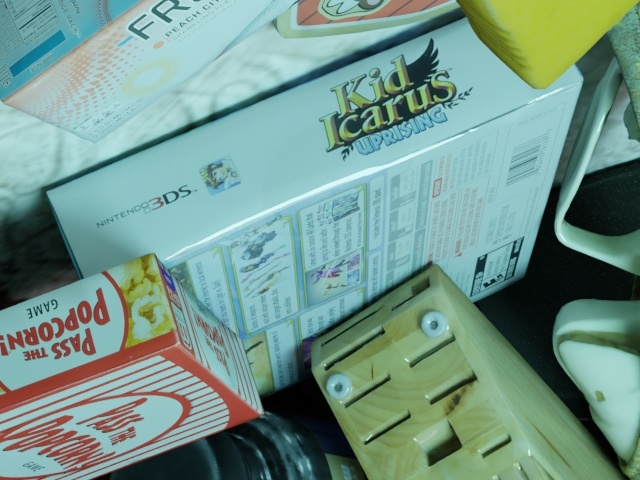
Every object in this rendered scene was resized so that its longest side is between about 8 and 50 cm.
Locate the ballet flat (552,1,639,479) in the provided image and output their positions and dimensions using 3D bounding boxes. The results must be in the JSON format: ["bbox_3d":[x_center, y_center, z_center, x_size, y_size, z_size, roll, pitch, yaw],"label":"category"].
[{"bbox_3d":[0.182,0.021,0.887,0.123,0.123,0.349,-17,123,-28],"label":"ballet flat"}]

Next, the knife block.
[{"bbox_3d":[0.129,0.157,0.931,0.088,0.276,0.242,-33,165,17],"label":"knife block"}]

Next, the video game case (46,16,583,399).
[{"bbox_3d":[0.000,0.000,0.850,0.244,0.061,0.269,-25,160,-9],"label":"video game case"}]

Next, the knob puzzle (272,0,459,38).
[{"bbox_3d":[0.063,-0.133,0.652,0.213,0.030,0.213,-24,160,-9],"label":"knob puzzle"}]

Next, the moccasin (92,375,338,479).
[{"bbox_3d":[-0.080,0.172,1.090,0.380,0.139,0.147,-24,153,-39],"label":"moccasin"}]

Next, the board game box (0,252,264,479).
[{"bbox_3d":[-0.137,0.077,0.734,0.193,0.045,0.147,-21,159,6],"label":"board game box"}]

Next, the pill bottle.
[{"bbox_3d":[-0.012,0.163,0.942,0.123,0.123,0.219,-39,144,29],"label":"pill bottle"}]

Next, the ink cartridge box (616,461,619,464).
[{"bbox_3d":[0.222,0.221,1.122,0.296,0.066,0.261,-26,148,23],"label":"ink cartridge box"}]

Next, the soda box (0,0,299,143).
[{"bbox_3d":[-0.032,-0.109,0.545,0.183,0.058,0.063,-33,160,15],"label":"soda box"}]

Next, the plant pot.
[{"bbox_3d":[0.145,0.075,1.074,0.167,0.187,0.188,-5,152,-28],"label":"plant pot"}]

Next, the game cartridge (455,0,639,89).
[{"bbox_3d":[0.118,-0.198,0.448,0.285,0.053,0.323,-44,160,4],"label":"game cartridge"}]
